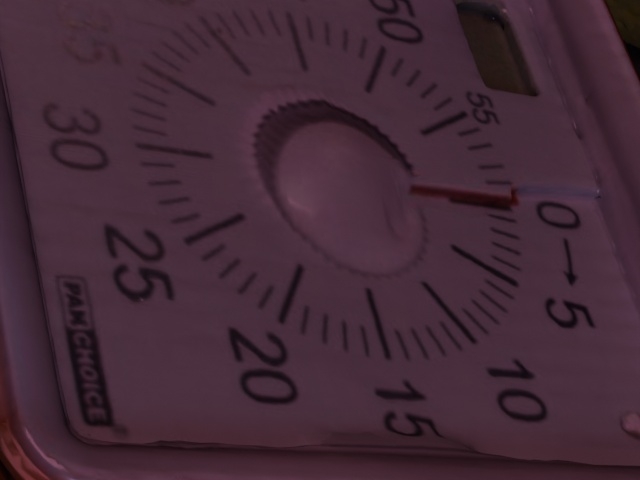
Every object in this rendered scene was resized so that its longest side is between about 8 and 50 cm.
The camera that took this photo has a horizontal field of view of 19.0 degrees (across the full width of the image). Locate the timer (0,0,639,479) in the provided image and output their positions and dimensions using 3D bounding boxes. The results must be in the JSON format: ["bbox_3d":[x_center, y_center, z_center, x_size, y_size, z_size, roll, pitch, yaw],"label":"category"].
[{"bbox_3d":[0.000,0.000,0.595,0.250,0.161,0.257,-4,53,-17],"label":"timer"}]

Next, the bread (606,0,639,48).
[{"bbox_3d":[0.153,-0.175,0.734,0.264,0.163,0.167,30,57,16],"label":"bread"}]
